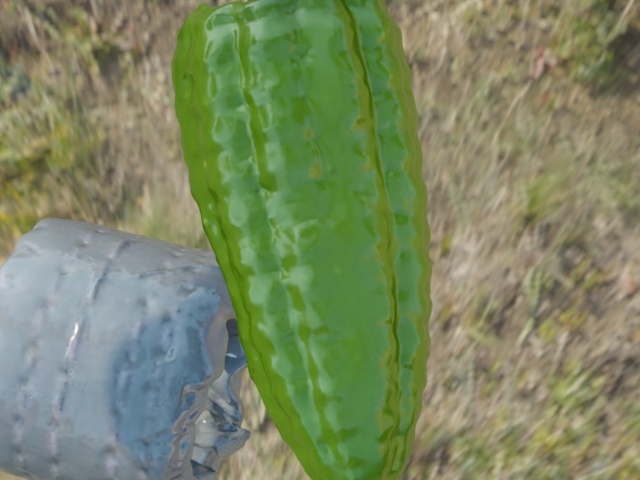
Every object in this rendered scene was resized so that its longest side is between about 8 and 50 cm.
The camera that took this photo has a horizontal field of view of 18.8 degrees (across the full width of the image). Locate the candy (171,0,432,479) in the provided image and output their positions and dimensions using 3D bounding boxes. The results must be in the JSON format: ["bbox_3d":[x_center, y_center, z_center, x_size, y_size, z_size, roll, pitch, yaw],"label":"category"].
[{"bbox_3d":[0.000,0.000,0.764,0.096,0.097,0.210,-10,86,-5],"label":"candy"}]

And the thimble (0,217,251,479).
[{"bbox_3d":[-0.093,0.060,0.924,0.117,0.151,0.127,15,97,8],"label":"thimble"}]
